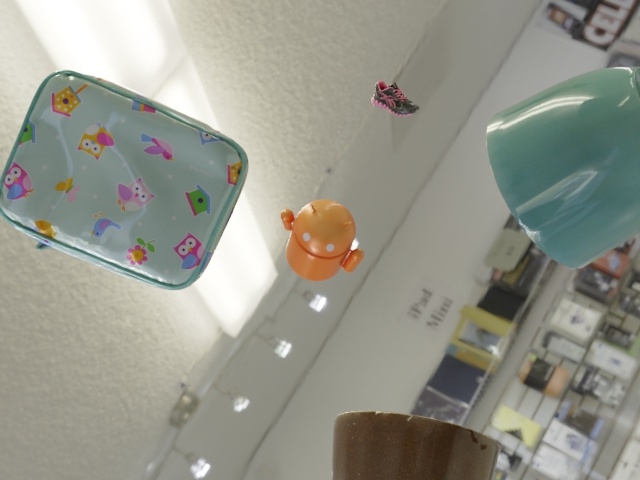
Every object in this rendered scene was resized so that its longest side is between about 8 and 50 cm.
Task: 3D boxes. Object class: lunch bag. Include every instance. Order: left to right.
[{"bbox_3d":[-0.245,-0.069,1.083,0.108,0.279,0.224,-88,22,-84],"label":"lunch bag"}]

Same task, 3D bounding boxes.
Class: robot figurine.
[{"bbox_3d":[-0.002,-0.001,1.778,0.128,0.158,0.219,-17,-24,-21],"label":"robot figurine"}]

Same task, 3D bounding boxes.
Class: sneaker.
[{"bbox_3d":[0.152,-0.289,1.780,0.047,0.119,0.057,-24,-49,-40],"label":"sneaker"}]

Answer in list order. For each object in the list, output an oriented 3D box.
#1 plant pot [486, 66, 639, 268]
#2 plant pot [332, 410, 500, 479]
[{"bbox_3d":[0.446,-0.135,1.387,0.235,0.293,0.293,-32,4,38],"label":"plant pot"},{"bbox_3d":[0.101,0.354,1.089,0.215,0.215,0.230,74,-154,-64],"label":"plant pot"}]
